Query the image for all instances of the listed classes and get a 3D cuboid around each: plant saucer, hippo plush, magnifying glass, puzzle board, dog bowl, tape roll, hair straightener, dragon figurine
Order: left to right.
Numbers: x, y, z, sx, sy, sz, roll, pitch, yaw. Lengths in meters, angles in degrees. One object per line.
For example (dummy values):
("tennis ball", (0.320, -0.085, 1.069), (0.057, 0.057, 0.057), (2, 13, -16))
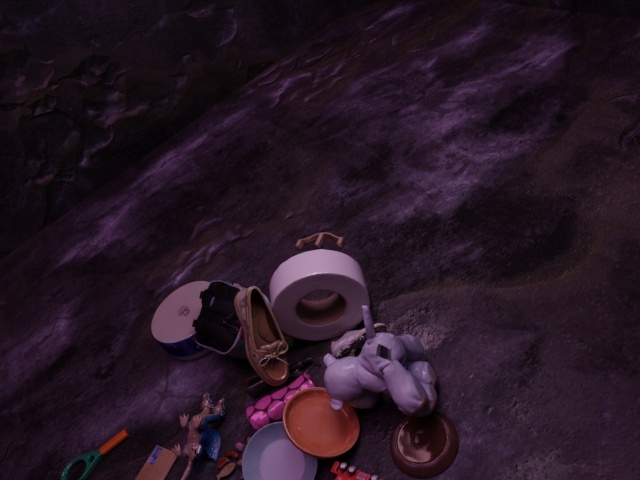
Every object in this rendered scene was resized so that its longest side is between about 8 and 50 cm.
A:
("magnifying glass", (-0.684, 0.660, 1.747), (0.231, 0.026, 0.092), (-39, 40, -9))
("puzzle board", (-0.467, 0.652, 1.630), (0.096, 0.011, 0.128), (3, 49, 35))
("dog bowl", (-0.433, 0.268, 1.947), (0.264, 0.104, 0.265), (-17, 41, 15))
("dragon figurine", (-0.329, 0.560, 1.585), (0.085, 0.144, 0.289), (-7, 63, 23))
("plant saucer", (-0.099, 0.560, 1.449), (0.194, 0.037, 0.195), (-5, 61, 9))
("hair straightener", (-0.106, 0.399, 1.656), (0.230, 0.047, 0.089), (-20, 27, 3))
("tape roll", (-0.003, 0.162, 1.659), (0.286, 0.286, 0.100), (-22, 41, 9))
("plant saucer", (0.000, 0.465, 1.460), (0.199, 0.037, 0.200), (10, 38, -8))
("hippo plush", (0.129, 0.352, 1.416), (0.236, 0.294, 0.234), (-34, 49, 22))
("plant saucer", (0.243, 0.478, 1.372), (0.168, 0.029, 0.169), (-17, 41, 16))

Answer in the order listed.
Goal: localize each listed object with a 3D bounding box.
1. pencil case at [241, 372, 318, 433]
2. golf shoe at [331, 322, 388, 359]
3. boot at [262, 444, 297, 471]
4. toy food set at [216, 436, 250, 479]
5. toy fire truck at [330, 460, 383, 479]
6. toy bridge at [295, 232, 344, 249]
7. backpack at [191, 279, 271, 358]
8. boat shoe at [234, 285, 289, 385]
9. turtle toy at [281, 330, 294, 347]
("pencil case", (-0.103, 0.444, 1.575), (0.209, 0.095, 0.098), (-29, 18, -3))
("golf shoe", (0.105, 0.275, 1.647), (0.176, 0.069, 0.086), (-29, 33, -1))
("boot", (-0.118, 0.548, 1.507), (0.114, 0.037, 0.106), (-30, 52, 5))
("toy food set", (-0.229, 0.587, 1.551), (0.122, 0.019, 0.078), (-35, 38, 6))
("toy fire truck", (0.050, 0.596, 1.347), (0.192, 0.047, 0.135), (8, 52, 36))
("toy bridge", (0.000, 0.000, 2.033), (0.188, 0.026, 0.063), (-2, 44, 29))
("backpack", (-0.252, 0.244, 1.747), (0.253, 0.191, 0.225), (3, 76, 57))
("boat shoe", (-0.158, 0.265, 1.583), (0.104, 0.285, 0.089), (-23, -2, -29))
("turtle toy", (-0.120, 0.277, 1.772), (0.095, 0.066, 0.130), (-58, 32, 24))
